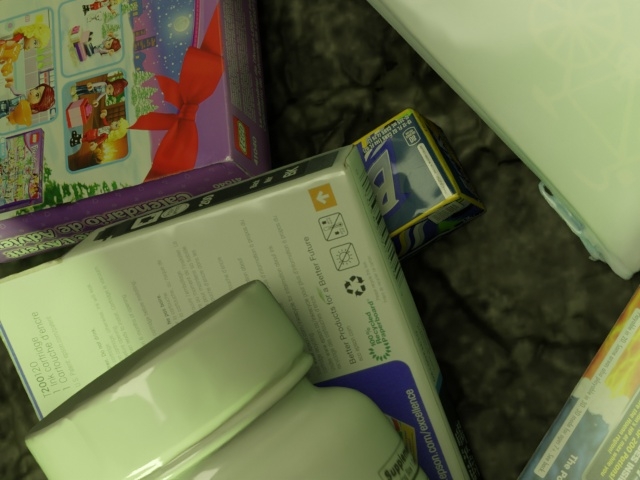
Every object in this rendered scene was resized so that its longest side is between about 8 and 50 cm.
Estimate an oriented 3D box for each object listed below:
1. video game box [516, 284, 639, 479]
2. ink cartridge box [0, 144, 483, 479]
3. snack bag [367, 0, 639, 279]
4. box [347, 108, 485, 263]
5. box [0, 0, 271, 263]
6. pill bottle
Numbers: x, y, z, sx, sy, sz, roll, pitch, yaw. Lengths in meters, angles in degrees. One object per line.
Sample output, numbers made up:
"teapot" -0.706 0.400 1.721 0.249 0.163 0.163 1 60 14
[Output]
"video game box" 0.198 0.132 0.925 0.187 0.048 0.205 33 95 20
"ink cartridge box" -0.043 0.078 0.982 0.208 0.045 0.206 -17 104 15
"snack bag" 0.152 -0.200 0.917 0.323 0.037 0.342 47 113 4
"box" 0.000 0.000 1.018 0.169 0.054 0.059 -32 72 14
"box" -0.138 -0.143 1.066 0.200 0.057 0.293 -13 67 20
"pill bottle" -0.006 0.171 0.890 0.160 0.160 0.283 -33 93 14
